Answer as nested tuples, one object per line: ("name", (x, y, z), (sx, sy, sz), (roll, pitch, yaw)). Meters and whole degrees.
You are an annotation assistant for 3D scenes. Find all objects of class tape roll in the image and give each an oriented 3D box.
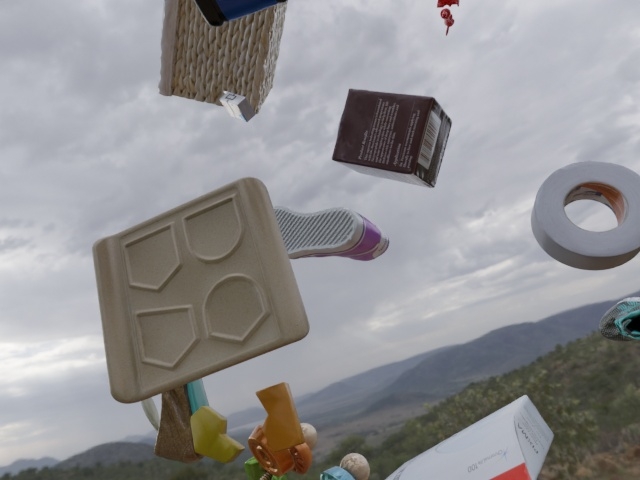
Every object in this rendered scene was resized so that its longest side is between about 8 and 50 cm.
("tape roll", (0.549, -0.052, 0.944), (0.219, 0.219, 0.072), (-19, -29, 8))

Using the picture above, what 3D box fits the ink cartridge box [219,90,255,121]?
("ink cartridge box", (-0.185, -0.291, 1.008), (0.028, 0.083, 0.048), (-48, -40, -16))

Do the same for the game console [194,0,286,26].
("game console", (-0.112, -0.370, 0.403), (0.250, 0.173, 0.293), (-10, -41, 19))

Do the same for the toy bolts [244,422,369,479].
("toy bolts", (-0.017, 0.426, 0.908), (0.158, 0.229, 0.218), (-35, -40, -39))

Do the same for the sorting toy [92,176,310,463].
("sorting toy", (-0.131, 0.095, 0.529), (0.229, 0.307, 0.041), (-21, -23, 4))

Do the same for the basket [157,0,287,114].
("basket", (-0.246, -0.554, 1.235), (0.267, 0.328, 0.331), (13, -58, -5))

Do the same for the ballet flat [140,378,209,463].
("ballet flat", (-0.270, 0.220, 0.836), (0.124, 0.342, 0.116), (-10, -12, 5))

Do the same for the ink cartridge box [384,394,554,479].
("ink cartridge box", (0.199, 0.397, 0.760), (0.308, 0.091, 0.385), (-41, -26, 23))

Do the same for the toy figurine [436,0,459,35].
("toy figurine", (0.365, -0.596, 0.901), (0.217, 0.362, 0.191), (9, -10, 22))

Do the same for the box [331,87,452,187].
("box", (0.165, -0.230, 1.058), (0.203, 0.168, 0.167), (17, 4, 29))

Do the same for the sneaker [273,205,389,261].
("sneaker", (0.000, 0.001, 0.911), (0.282, 0.102, 0.161), (5, -9, 40))

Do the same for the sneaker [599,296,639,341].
("sneaker", (0.453, 0.115, 0.668), (0.076, 0.065, 0.166), (-17, -20, -16))
